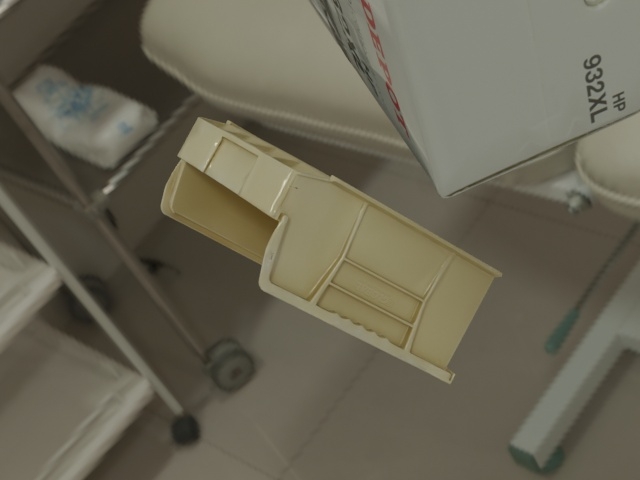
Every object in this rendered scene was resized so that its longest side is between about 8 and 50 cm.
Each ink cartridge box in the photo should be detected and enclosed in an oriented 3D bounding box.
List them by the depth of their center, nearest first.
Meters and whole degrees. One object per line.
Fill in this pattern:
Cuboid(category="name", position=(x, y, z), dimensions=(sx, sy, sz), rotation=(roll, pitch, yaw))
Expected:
Cuboid(category="ink cartridge box", position=(0.034, -0.206, 0.649), dimensions=(0.129, 0.223, 0.307), rotation=(-25, 45, -5))

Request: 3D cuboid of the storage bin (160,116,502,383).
Cuboid(category="storage bin", position=(0.000, 0.000, 1.303), dimensions=(0.123, 0.260, 0.262), rotation=(-61, 31, 2))
